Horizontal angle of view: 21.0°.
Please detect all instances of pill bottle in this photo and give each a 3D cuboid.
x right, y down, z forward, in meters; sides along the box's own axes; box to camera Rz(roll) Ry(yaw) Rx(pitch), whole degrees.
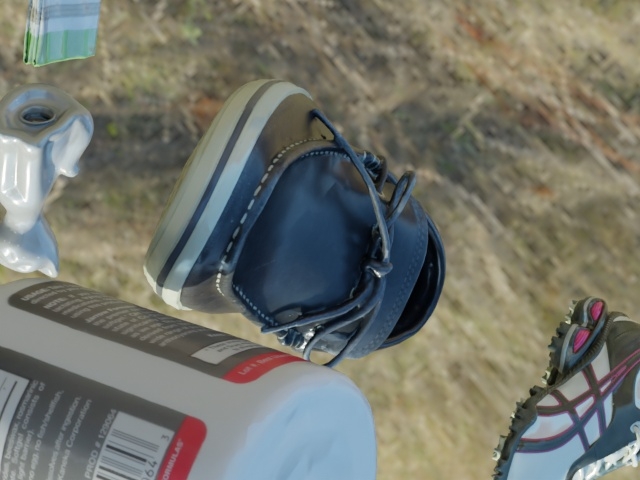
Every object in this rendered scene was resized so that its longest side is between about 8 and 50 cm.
[{"bbox_3d":[-0.139,0.122,1.060,0.176,0.319,0.176,-30,127,-48],"label":"pill bottle"}]

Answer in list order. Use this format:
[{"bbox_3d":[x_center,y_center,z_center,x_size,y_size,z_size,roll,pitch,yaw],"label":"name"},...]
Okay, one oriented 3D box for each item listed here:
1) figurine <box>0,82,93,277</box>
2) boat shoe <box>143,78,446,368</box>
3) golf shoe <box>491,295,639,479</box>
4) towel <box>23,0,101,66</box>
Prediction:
[{"bbox_3d":[-0.326,-0.063,1.598,0.092,0.215,0.209,-64,172,-46],"label":"figurine"},{"bbox_3d":[0.000,0.000,1.343,0.186,0.156,0.500,-63,165,-1],"label":"boat shoe"},{"bbox_3d":[0.227,0.171,1.517,0.273,0.120,0.105,-57,162,-28],"label":"golf shoe"},{"bbox_3d":[-0.242,-0.248,1.681,0.113,0.023,0.152,-21,123,-58],"label":"towel"}]
